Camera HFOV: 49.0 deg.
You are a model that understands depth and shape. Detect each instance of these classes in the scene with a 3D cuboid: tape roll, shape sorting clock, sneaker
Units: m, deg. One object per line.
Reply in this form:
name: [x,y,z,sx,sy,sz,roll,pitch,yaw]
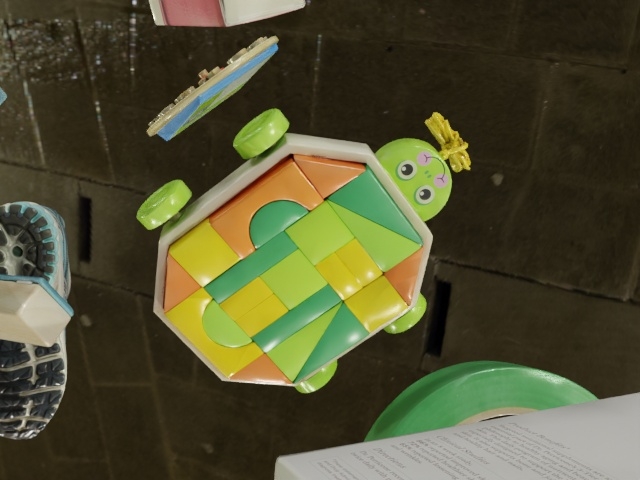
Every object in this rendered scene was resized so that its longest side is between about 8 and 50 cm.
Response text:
tape roll: [0.193,0.294,0.757,0.321,0.077,0.321,1,85,-9]
shape sorting clock: [-0.140,-0.201,0.902,0.206,0.206,0.040,-35,100,27]
sneaker: [-0.335,0.092,0.828,0.110,0.122,0.283,8,98,-3]

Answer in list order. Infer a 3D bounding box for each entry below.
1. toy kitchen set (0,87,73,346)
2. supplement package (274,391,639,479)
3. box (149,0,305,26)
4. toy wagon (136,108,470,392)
toy kitchen set: [-0.304,-0.032,0.653,0.122,0.166,0.207,3,139,30]
supplement package: [0.134,0.203,0.305,0.199,0.263,0.198,17,106,60]
box: [-0.155,-0.403,1.069,0.232,0.149,0.127,22,130,49]
toy wagon: [0.000,0.000,0.700,0.344,0.068,0.267,-35,113,10]
